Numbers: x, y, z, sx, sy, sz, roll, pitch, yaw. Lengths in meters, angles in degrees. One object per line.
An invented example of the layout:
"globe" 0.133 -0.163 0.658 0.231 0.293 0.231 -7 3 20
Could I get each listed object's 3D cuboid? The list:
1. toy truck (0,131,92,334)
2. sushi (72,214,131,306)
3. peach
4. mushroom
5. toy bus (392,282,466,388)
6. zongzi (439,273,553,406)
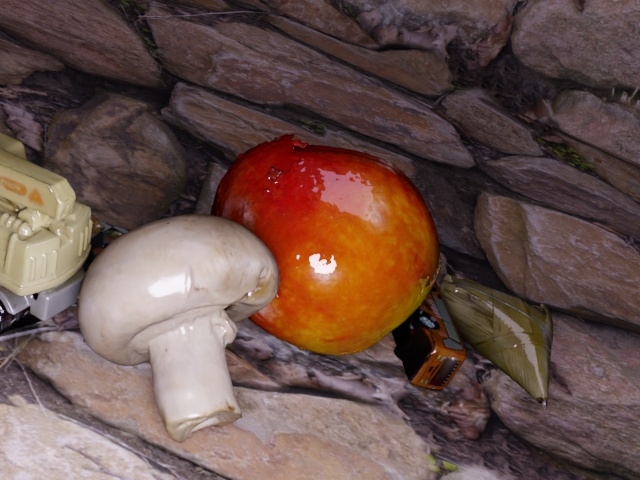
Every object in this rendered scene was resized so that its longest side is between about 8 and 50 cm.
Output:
"toy truck" -0.504 -0.048 1.574 0.405 0.254 0.181 29 29 17
"sushi" -0.329 0.020 1.809 0.294 0.059 0.292 17 25 -14
"peach" 0.000 0.000 1.791 0.370 0.370 0.370 19 25 -10
"mushroom" -0.177 0.118 1.548 0.292 0.292 0.290 -7 68 -48
"toy bus" 0.165 0.114 2.015 0.092 0.093 0.409 23 24 -20
"zongzi" 0.303 0.181 2.004 0.228 0.115 0.256 20 35 -1
